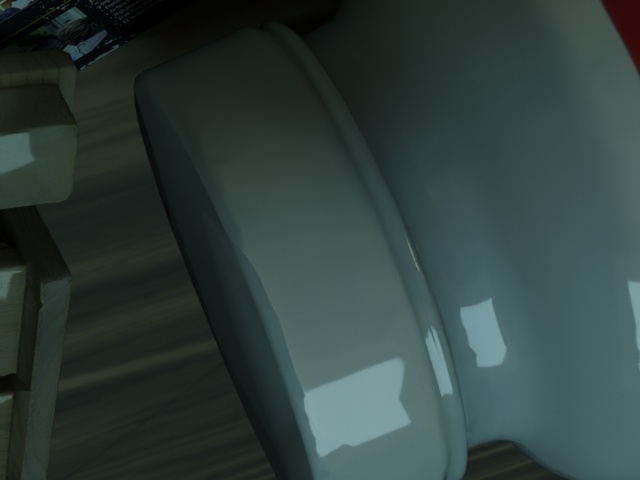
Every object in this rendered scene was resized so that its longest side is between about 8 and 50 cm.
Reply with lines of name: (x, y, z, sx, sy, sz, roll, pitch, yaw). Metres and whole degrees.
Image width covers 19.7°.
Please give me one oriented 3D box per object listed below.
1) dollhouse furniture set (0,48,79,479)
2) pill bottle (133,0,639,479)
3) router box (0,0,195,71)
dollhouse furniture set: (-0.275, 0.050, 0.716, 0.303, 0.174, 0.355, -8, 135, -25)
pill bottle: (0.153, -0.052, 0.661, 0.407, 0.229, 0.229, -22, 153, -9)
router box: (-0.072, -0.125, 0.604, 0.179, 0.046, 0.133, -29, 151, 13)
